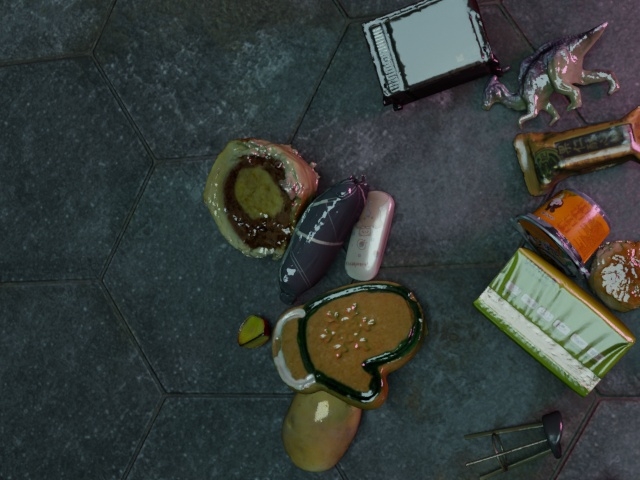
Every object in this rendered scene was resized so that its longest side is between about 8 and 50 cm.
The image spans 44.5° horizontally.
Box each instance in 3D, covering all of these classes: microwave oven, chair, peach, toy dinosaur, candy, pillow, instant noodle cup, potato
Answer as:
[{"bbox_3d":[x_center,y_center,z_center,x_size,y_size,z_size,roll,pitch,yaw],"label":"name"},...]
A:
[{"bbox_3d":[0.236,-0.398,1.644,0.248,0.188,0.178,-17,86,15],"label":"microwave oven"},{"bbox_3d":[0.417,0.437,1.644,0.222,0.104,0.095,-25,109,18],"label":"chair"},{"bbox_3d":[-0.150,0.218,1.817,0.077,0.050,0.083,25,87,38],"label":"peach"},{"bbox_3d":[0.480,-0.331,1.632,0.294,0.077,0.162,-27,81,14],"label":"toy dinosaur"},{"bbox_3d":[0.540,-0.181,1.607,0.272,0.101,0.143,-12,79,21],"label":"candy"},{"bbox_3d":[0.000,0.000,1.705,0.093,0.161,0.335,36,106,21],"label":"pillow"},{"bbox_3d":[0.502,-0.026,1.587,0.125,0.177,0.208,-44,65,-2],"label":"instant noodle cup"},{"bbox_3d":[-0.003,0.403,1.739,0.150,0.146,0.233,30,99,47],"label":"potato"}]

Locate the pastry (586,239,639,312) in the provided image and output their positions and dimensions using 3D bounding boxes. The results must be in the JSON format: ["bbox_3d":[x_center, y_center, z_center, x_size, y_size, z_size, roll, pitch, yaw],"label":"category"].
[{"bbox_3d":[0.621,0.072,1.589,0.153,0.081,0.153,-1,85,17],"label":"pastry"}]

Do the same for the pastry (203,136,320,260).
[{"bbox_3d":[-0.120,-0.103,1.753,0.237,0.170,0.255,33,121,21],"label":"pastry"}]

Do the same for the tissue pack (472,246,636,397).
[{"bbox_3d":[0.465,0.154,1.570,0.275,0.200,0.167,40,101,13],"label":"tissue pack"}]

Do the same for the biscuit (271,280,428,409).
[{"bbox_3d":[0.063,0.228,1.683,0.344,0.057,0.287,-17,55,7],"label":"biscuit"}]

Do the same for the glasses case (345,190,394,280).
[{"bbox_3d":[0.110,-0.011,1.744,0.081,0.051,0.204,13,90,23],"label":"glasses case"}]
